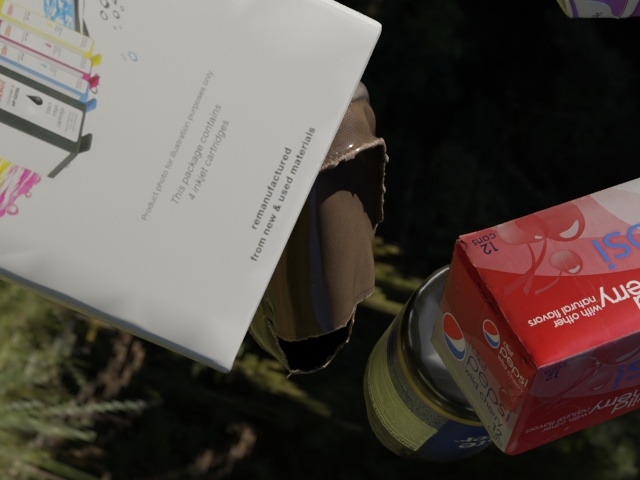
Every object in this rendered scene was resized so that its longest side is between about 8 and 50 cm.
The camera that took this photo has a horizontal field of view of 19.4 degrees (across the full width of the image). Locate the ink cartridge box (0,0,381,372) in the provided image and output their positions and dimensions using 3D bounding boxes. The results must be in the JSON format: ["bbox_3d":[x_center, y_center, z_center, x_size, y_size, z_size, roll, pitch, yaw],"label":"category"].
[{"bbox_3d":[-0.124,-0.066,0.851,0.168,0.232,0.171,-66,-170,-2],"label":"ink cartridge box"}]

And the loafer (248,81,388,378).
[{"bbox_3d":[0.000,0.000,1.405,0.134,0.130,0.366,-26,162,-11],"label":"loafer"}]

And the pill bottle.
[{"bbox_3d":[0.101,0.102,1.440,0.123,0.123,0.219,-60,179,-21],"label":"pill bottle"}]

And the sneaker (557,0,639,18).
[{"bbox_3d":[0.228,-0.302,1.465,0.161,0.102,0.282,-9,118,-6],"label":"sneaker"}]

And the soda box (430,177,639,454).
[{"bbox_3d":[0.193,0.016,0.950,0.263,0.083,0.092,-19,148,-19],"label":"soda box"}]
